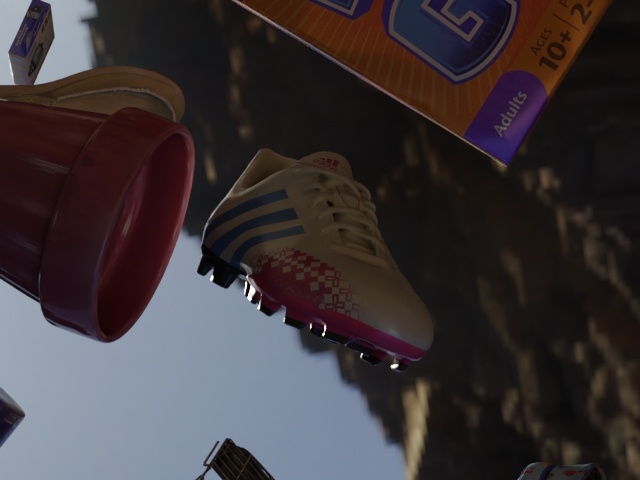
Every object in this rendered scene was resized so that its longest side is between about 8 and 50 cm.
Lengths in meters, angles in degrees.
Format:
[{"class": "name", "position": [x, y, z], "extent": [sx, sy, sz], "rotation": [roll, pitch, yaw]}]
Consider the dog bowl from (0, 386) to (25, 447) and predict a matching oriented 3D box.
[{"class": "dog bowl", "position": [-0.452, 0.145, 2.157], "extent": [0.104, 0.265, 0.265], "rotation": [-49, -147, -7]}]

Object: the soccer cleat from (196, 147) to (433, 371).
[{"class": "soccer cleat", "position": [0.000, 0.000, 1.585], "extent": [0.116, 0.143, 0.331], "rotation": [26, 179, -30]}]

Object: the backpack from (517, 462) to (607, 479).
[{"class": "backpack", "position": [0.182, 0.269, 1.696], "extent": [0.117, 0.173, 0.158], "rotation": [15, -163, 19]}]

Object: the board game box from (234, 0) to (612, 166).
[{"class": "board game box", "position": [0.104, -0.321, 1.851], "extent": [0.356, 0.356, 0.356], "rotation": [31, -174, -4]}]

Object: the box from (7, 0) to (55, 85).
[{"class": "box", "position": [-0.364, -0.250, 2.491], "extent": [0.028, 0.081, 0.136], "rotation": [21, 164, 3]}]

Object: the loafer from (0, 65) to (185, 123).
[{"class": "loafer", "position": [-0.273, -0.114, 2.076], "extent": [0.269, 0.102, 0.092], "rotation": [-8, -136, -8]}]

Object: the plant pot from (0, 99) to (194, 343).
[{"class": "plant pot", "position": [-0.227, -0.034, 1.683], "extent": [0.180, 0.201, 0.201], "rotation": [20, -148, 12]}]

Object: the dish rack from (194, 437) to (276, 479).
[{"class": "dish rack", "position": [-0.094, 0.339, 2.072], "extent": [0.074, 0.208, 0.271], "rotation": [-33, -169, 27]}]
